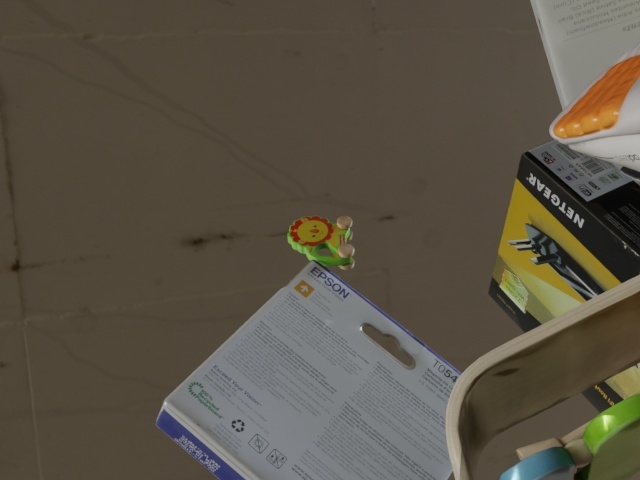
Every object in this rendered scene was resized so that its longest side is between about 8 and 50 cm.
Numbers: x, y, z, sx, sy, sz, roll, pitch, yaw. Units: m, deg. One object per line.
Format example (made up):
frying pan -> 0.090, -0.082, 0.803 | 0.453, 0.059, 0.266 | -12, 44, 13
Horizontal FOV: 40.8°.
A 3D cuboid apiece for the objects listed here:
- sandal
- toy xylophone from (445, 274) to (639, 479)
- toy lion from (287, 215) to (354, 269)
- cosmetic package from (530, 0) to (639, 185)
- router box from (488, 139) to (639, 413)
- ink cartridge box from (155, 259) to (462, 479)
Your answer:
sandal -> 0.198, -0.066, 0.441 | 0.102, 0.265, 0.076 | -42, -85, 3
toy xylophone -> 0.209, 0.083, 0.493 | 0.323, 0.081, 0.236 | -31, -32, 5
toy lion -> 0.000, 0.000, 1.259 | 0.096, 0.100, 0.034 | -2, -49, 0
cosmetic package -> 0.340, -0.279, 1.026 | 0.162, 0.230, 0.453 | -17, -55, 17
router box -> 0.325, 0.068, 0.943 | 0.081, 0.309, 0.242 | -23, -39, -21
ink cartridge box -> 0.018, 0.221, 1.104 | 0.330, 0.324, 0.071 | -42, -13, -44
